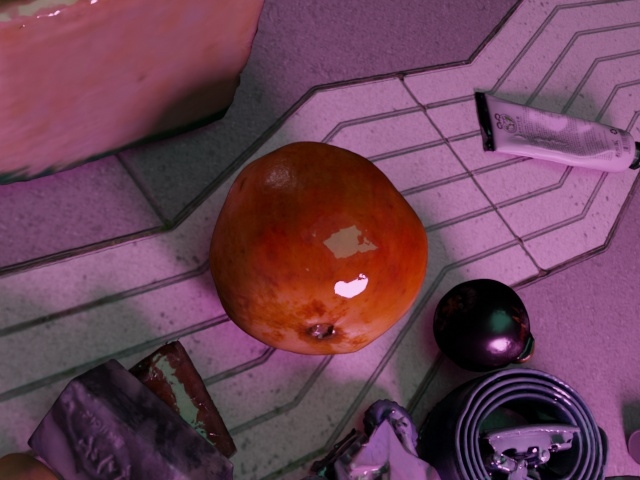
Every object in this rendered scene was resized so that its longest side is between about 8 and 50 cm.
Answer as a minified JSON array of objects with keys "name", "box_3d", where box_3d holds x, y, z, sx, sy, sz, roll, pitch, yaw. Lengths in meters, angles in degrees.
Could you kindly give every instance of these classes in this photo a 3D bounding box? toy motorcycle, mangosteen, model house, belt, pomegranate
[{"name":"toy motorcycle","box_3d":[0.079,0.313,0.868,0.239,0.108,0.204,-33,86,-36]},{"name":"mangosteen","box_3d":[0.229,0.123,1.031,0.151,0.137,0.137,39,53,-28]},{"name":"model house","box_3d":[-0.301,-0.305,0.839,0.382,0.335,0.343,-28,73,-31]},{"name":"belt","box_3d":[0.264,0.271,0.986,0.267,0.116,0.207,-9,73,-30]},{"name":"pomegranate","box_3d":[0.000,0.000,0.903,0.252,0.229,0.270,18,48,-13]}]

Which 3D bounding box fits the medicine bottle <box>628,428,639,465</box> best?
[{"name":"medicine bottle","box_3d":[0.521,0.313,1.148,0.091,0.058,0.058,5,66,-27]}]

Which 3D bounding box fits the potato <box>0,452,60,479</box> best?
[{"name":"potato","box_3d":[-0.273,0.316,0.668,0.161,0.128,0.235,-16,72,-50]}]

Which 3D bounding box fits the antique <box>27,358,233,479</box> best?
[{"name":"antique","box_3d":[-0.178,0.214,0.740,0.183,0.088,0.086,38,11,7]}]

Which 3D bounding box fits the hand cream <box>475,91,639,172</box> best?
[{"name":"hand cream","box_3d":[0.425,-0.179,1.329,0.335,0.076,0.121,9,58,-19]}]

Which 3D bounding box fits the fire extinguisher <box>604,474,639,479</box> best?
[{"name":"fire extinguisher","box_3d":[0.391,0.471,0.985,0.114,0.095,0.311,-10,64,14]}]

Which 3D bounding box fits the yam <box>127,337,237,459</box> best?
[{"name":"yam","box_3d":[-0.153,0.186,0.819,0.079,0.079,0.141,-27,83,-35]}]
